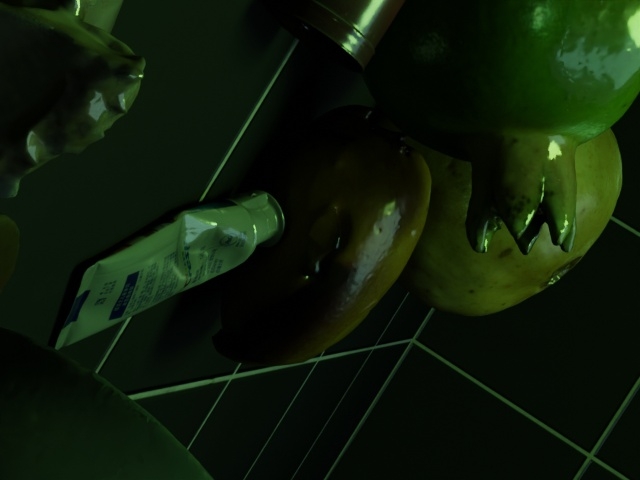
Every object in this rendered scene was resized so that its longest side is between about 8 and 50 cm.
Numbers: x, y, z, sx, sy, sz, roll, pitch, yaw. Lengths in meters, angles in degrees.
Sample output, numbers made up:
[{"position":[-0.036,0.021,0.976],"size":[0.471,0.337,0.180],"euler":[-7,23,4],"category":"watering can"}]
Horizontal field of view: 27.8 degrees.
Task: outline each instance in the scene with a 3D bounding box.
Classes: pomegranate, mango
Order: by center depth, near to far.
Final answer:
[{"position":[0.146,-0.166,1.162],"size":[0.309,0.216,0.359],"euler":[160,-65,-64],"category":"pomegranate"},{"position":[0.000,0.000,1.297],"size":[0.152,0.201,0.287],"euler":[14,124,-33],"category":"mango"},{"position":[0.198,-0.073,1.578],"size":[0.332,0.332,0.332],"euler":[-53,167,-18],"category":"pomegranate"}]

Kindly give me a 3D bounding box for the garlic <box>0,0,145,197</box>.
[{"position":[-0.171,-0.103,0.407],"size":[0.214,0.191,0.160],"euler":[33,107,-36],"category":"garlic"}]

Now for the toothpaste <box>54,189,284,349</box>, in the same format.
[{"position":[-0.129,0.016,1.121],"size":[0.266,0.061,0.096],"euler":[-29,151,-52],"category":"toothpaste"}]

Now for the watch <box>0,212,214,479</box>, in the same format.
[{"position":[-0.190,0.197,0.664],"size":[0.314,0.327,0.335],"euler":[-45,163,-43],"category":"watch"}]

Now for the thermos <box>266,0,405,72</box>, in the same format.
[{"position":[0.055,-0.258,1.046],"size":[0.232,0.099,0.124],"euler":[-58,-157,-3],"category":"thermos"}]
